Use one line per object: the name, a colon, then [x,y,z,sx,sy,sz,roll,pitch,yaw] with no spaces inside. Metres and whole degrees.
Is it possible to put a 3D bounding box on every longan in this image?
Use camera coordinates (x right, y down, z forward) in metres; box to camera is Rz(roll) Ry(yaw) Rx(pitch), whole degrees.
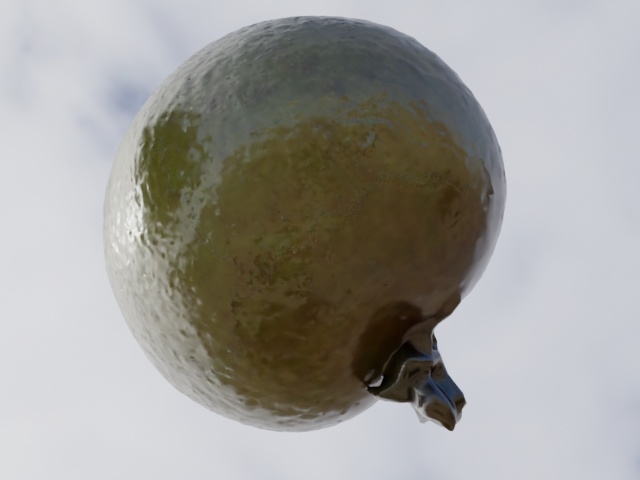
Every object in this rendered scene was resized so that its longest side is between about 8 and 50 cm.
longan: [0.000,0.000,0.732,0.145,0.176,0.155,-32,-25,-27]
